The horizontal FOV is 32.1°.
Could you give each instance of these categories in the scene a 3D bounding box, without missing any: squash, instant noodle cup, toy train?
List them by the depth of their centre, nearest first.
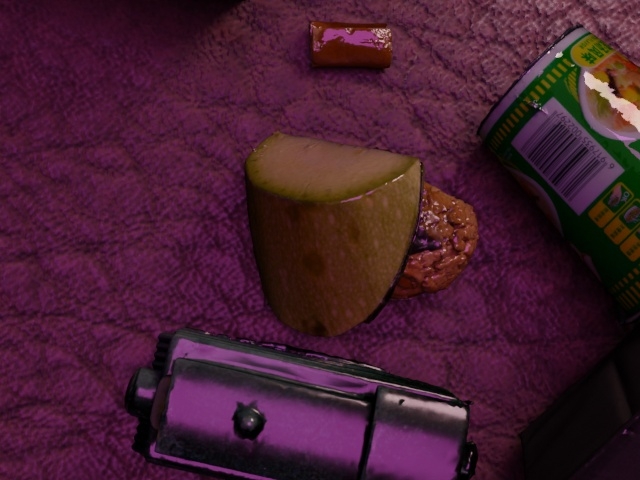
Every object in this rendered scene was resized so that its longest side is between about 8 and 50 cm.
[{"bbox_3d":[-0.013,0.166,0.991,0.331,0.178,0.138,13,83,-4],"label":"toy train"},{"bbox_3d":[-0.014,-0.005,1.010,0.192,0.085,0.184,13,92,38],"label":"squash"},{"bbox_3d":[0.274,-0.070,1.042,0.207,0.207,0.233,-44,82,-8],"label":"instant noodle cup"}]

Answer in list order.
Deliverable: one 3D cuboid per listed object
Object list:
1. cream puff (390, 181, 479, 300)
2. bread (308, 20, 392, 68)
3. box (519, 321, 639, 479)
[{"bbox_3d":[0.086,-0.005,1.058,0.133,0.104,0.119,1,76,1],"label":"cream puff"},{"bbox_3d":[0.029,-0.195,1.108,0.083,0.036,0.046,0,86,-2],"label":"bread"},{"bbox_3d":[0.375,0.225,0.951,0.345,0.204,0.251,41,106,-3],"label":"box"}]
